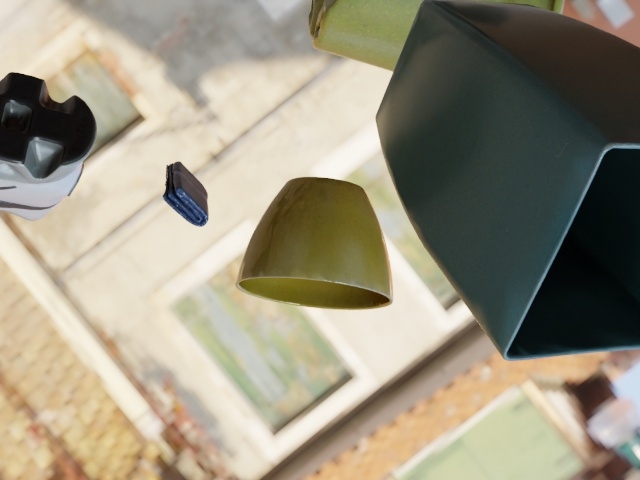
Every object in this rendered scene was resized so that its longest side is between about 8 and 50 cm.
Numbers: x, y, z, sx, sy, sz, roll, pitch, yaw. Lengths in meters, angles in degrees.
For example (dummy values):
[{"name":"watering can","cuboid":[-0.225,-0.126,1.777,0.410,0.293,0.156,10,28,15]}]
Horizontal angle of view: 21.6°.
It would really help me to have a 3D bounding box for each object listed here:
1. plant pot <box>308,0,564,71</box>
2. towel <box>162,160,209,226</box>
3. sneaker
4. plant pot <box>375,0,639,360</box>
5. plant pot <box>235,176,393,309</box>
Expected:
[{"name":"plant pot","cuboid":[0.125,-0.291,1.955,0.276,0.254,0.276,-172,-90,-81]},{"name":"towel","cuboid":[-0.170,-0.058,2.125,0.029,0.067,0.119,-42,-162,9]},{"name":"sneaker","cuboid":[-0.363,-0.089,1.396,0.146,0.331,0.122,122,-15,-52]},{"name":"plant pot","cuboid":[0.151,-0.061,1.135,0.165,0.234,0.165,-2,128,-36]},{"name":"plant pot","cuboid":[0.000,0.000,1.427,0.134,0.134,0.095,160,-60,-64]}]
